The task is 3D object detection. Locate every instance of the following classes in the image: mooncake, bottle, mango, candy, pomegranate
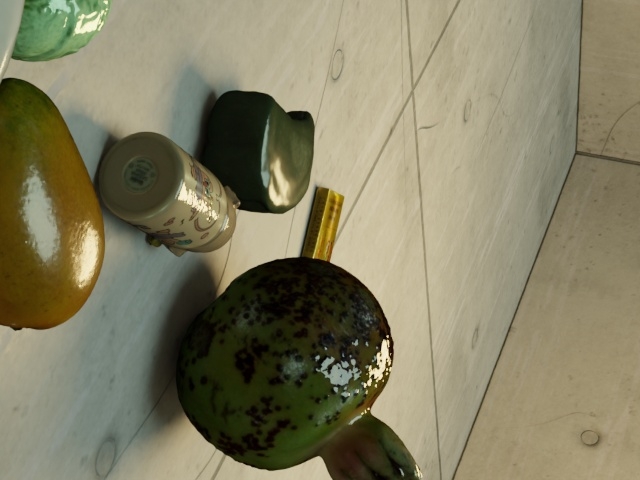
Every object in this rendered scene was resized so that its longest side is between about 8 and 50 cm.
[{"bbox_3d":[-0.074,-0.116,1.637,0.168,0.104,0.175,-62,154,-30],"label":"mooncake"},{"bbox_3d":[-0.160,-0.038,1.456,0.110,0.097,0.209,-39,159,3],"label":"bottle"},{"bbox_3d":[-0.258,-0.024,1.147,0.151,0.120,0.221,-59,146,-51],"label":"mango"},{"bbox_3d":[-0.312,-0.167,0.973,0.440,0.119,0.119,-27,127,-55],"label":"candy"},{"bbox_3d":[-0.005,0.187,1.649,0.285,0.340,0.285,-41,168,-11],"label":"pomegranate"}]

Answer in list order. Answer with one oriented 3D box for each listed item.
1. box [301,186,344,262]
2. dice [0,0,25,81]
[{"bbox_3d":[0.000,0.000,2.037,0.089,0.022,0.156,24,78,-70],"label":"box"},{"bbox_3d":[-0.315,-0.155,0.680,0.259,0.243,0.251,-38,131,-47],"label":"dice"}]
